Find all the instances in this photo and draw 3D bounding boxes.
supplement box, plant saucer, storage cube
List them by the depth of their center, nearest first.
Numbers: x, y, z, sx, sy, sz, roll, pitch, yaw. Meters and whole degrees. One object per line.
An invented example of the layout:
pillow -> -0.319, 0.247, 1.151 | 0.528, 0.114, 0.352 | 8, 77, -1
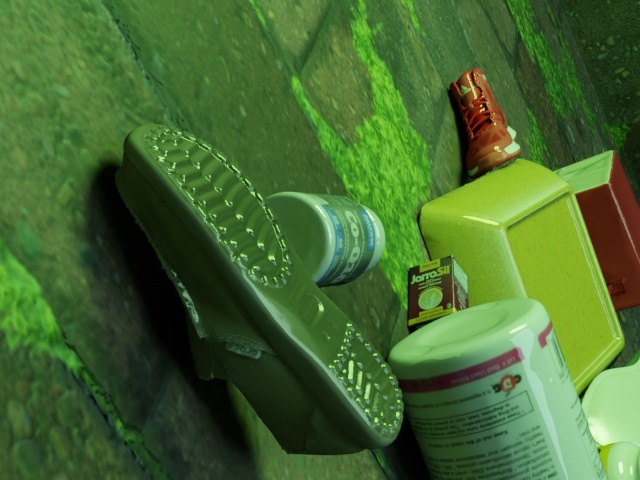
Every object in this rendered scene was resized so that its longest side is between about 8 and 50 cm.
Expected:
supplement box -> 0.127, 0.065, 1.143 | 0.043, 0.055, 0.083 | 52, 29, -38
plant saucer -> 0.283, 0.069, 1.366 | 0.333, 0.081, 0.332 | -25, 96, -54
storage cube -> 0.392, -0.001, 1.627 | 0.193, 0.184, 0.215 | 65, 24, -12

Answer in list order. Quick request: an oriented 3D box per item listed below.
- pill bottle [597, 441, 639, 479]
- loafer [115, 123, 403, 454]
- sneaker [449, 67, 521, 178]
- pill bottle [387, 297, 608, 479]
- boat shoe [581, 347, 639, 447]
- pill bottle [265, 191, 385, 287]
pill bottle -> 0.298, 0.284, 1.150 | 0.119, 0.209, 0.119 | 34, 44, -42
loafer -> -0.055, 0.044, 0.712 | 0.268, 0.092, 0.102 | 53, 23, -3
sneaker -> 0.218, -0.170, 1.519 | 0.128, 0.087, 0.221 | 58, 13, -9
pill bottle -> 0.184, 0.212, 1.026 | 0.283, 0.160, 0.160 | 69, 23, -6
boat shoe -> 0.400, 0.213, 1.356 | 0.116, 0.099, 0.319 | 37, 37, 19
pill bottle -> 0.000, 0.000, 0.876 | 0.137, 0.078, 0.078 | -3, 76, -66
